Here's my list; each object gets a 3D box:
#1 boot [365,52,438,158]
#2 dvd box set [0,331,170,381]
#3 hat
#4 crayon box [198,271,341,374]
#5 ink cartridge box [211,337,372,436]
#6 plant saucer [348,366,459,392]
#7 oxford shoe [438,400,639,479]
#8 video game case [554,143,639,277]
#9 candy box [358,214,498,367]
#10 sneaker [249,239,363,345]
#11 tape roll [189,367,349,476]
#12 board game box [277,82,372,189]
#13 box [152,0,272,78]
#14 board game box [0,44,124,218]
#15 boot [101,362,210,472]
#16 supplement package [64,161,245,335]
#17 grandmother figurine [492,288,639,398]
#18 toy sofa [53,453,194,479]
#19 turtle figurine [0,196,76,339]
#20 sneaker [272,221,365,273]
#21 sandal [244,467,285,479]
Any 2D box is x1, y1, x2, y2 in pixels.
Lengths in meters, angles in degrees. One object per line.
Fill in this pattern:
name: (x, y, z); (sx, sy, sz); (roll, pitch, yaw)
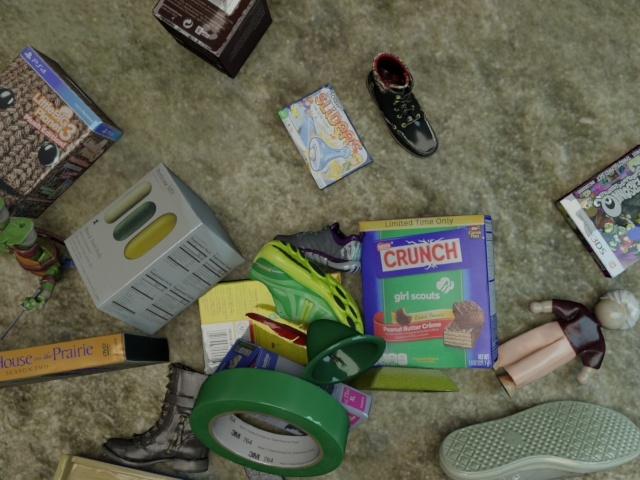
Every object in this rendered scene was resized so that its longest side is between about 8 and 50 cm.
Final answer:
boot: (0.177, -0.285, 1.427); (0.085, 0.178, 0.236); (-34, 88, 1)
dvd box set: (-0.559, 0.256, 1.387); (0.421, 0.307, 0.062); (-9, 79, 2)
hat: (0.004, 0.172, 1.343); (0.173, 0.209, 0.183); (-51, 50, 30)
crayon box: (-0.103, 0.180, 1.484); (0.319, 0.081, 0.202); (-5, 90, 2)
ink cartridge box: (-0.071, 0.329, 1.412); (0.311, 0.065, 0.185); (28, 134, -9)
plant saucer: (0.169, 0.295, 1.412); (0.189, 0.188, 0.045); (5, 76, -13)
oxford shoe: (0.471, 0.457, 1.453); (0.450, 0.169, 0.130); (-8, 131, -6)
video game case: (0.677, -0.066, 1.482); (0.232, 0.042, 0.210); (-34, 90, 1)
candy box: (0.232, 0.106, 1.425); (0.269, 0.122, 0.316); (-3, 88, 19)
sneaker: (-0.025, 0.125, 1.401); (0.295, 0.109, 0.123); (44, 115, -7)
tape roll: (-0.103, 0.379, 1.369); (0.322, 0.321, 0.077); (15, 48, 2)
board game box: (0.010, -0.233, 1.504); (0.136, 0.035, 0.201); (-30, 89, 2)
box: (-0.223, -0.478, 1.427); (0.169, 0.203, 0.167); (33, 91, 2)
board game box: (-0.634, -0.230, 1.470); (0.291, 0.141, 0.232); (-44, 89, 1)
boot: (-0.343, 0.388, 1.499); (0.263, 0.091, 0.228); (8, 85, -2)
supplement package: (-0.344, 0.021, 1.400); (0.263, 0.198, 0.199); (-39, 59, 1)
grandmother figurine: (0.539, 0.218, 1.460); (0.343, 0.104, 0.207); (-31, 98, 4)
toy sofa: (-0.401, 0.580, 1.471); (0.363, 0.177, 0.150); (11, 71, 2)
turtle figurine: (-0.655, 0.055, 1.392); (0.275, 0.266, 0.197); (-15, 57, -14)
sneaker: (0.000, 0.000, 1.452); (0.224, 0.083, 0.098); (17, 94, 30)
sandal: (-0.096, 0.591, 1.505); (0.097, 0.054, 0.254); (-18, 80, -6)
